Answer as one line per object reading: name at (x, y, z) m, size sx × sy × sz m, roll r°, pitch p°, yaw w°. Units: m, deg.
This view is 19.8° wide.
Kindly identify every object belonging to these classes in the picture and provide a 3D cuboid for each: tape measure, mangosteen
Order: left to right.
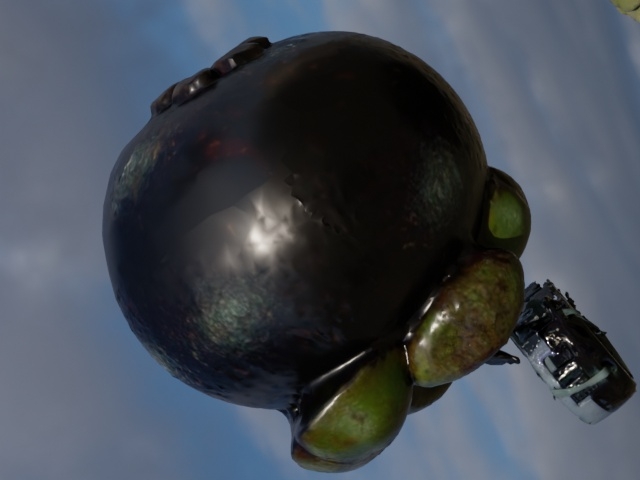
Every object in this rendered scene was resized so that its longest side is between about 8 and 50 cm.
mangosteen at (0.000, 0.000, 1.006) m, size 0.243 × 0.243 × 0.243 m, roll 56°, pitch -161°, yaw -31°
tape measure at (0.162, 0.073, 1.187) m, size 0.094 × 0.054 × 0.091 m, roll 50°, pitch -172°, yaw -3°

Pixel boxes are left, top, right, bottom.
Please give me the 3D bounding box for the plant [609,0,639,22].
plant at (0.232, -0.268, 1.027) m, size 0.261 × 0.297 × 0.306 m, roll 17°, pitch -171°, yaw -40°
